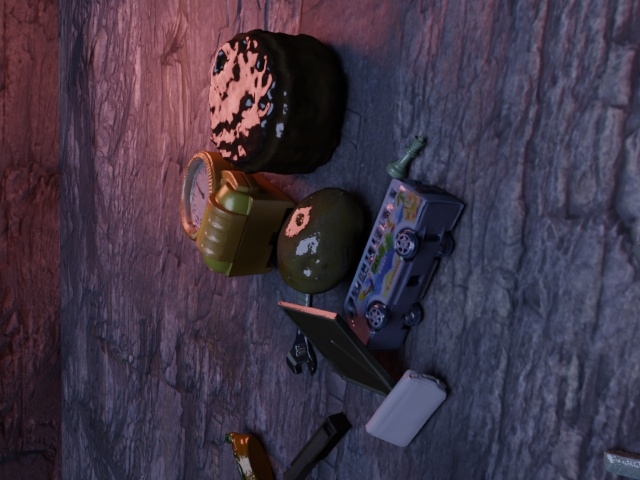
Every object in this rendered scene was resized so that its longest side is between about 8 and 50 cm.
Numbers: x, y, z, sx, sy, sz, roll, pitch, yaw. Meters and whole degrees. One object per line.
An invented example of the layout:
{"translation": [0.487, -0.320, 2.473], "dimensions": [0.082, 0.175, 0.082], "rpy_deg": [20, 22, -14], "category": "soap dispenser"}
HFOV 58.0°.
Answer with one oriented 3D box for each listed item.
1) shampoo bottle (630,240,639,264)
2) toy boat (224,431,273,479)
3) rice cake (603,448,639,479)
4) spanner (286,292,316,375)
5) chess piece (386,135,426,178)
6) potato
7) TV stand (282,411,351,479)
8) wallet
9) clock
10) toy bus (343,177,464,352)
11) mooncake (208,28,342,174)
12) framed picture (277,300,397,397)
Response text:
{"translation": [0.484, 0.082, 0.754], "dimensions": [0.056, 0.056, 0.195], "rpy_deg": [-41, 65, 41], "category": "shampoo bottle"}
{"translation": [-0.182, 0.599, 1.496], "dimensions": [0.088, 0.089, 0.230], "rpy_deg": [-34, 72, 29], "category": "toy boat"}
{"translation": [0.481, 0.324, 0.798], "dimensions": [0.170, 0.029, 0.033], "rpy_deg": [0, 90, 48], "category": "rice cake"}
{"translation": [-0.035, 0.167, 1.351], "dimensions": [0.087, 0.024, 0.316], "rpy_deg": [13, 101, 45], "category": "spanner"}
{"translation": [0.165, -0.160, 1.090], "dimensions": [0.093, 0.042, 0.042], "rpy_deg": [-54, 56, 30], "category": "chess piece"}
{"translation": [0.000, 0.000, 1.205], "dimensions": [0.178, 0.160, 0.235], "rpy_deg": [35, 108, 12], "category": "potato"}
{"translation": [-0.013, 0.489, 1.334], "dimensions": [0.040, 0.049, 0.256], "rpy_deg": [54, 130, 31], "category": "TV stand"}
{"translation": [0.165, 0.322, 1.103], "dimensions": [0.033, 0.095, 0.190], "rpy_deg": [-82, 18, -58], "category": "wallet"}
{"translation": [-0.234, -0.082, 1.429], "dimensions": [0.317, 0.200, 0.244], "rpy_deg": [47, 122, 44], "category": "clock"}
{"translation": [0.143, 0.049, 1.088], "dimensions": [0.136, 0.109, 0.330], "rpy_deg": [46, 125, 45], "category": "toy bus"}
{"translation": [-0.111, -0.301, 1.271], "dimensions": [0.324, 0.187, 0.324], "rpy_deg": [6, 98, 49], "category": "mooncake"}
{"translation": [0.039, 0.220, 1.140], "dimensions": [0.189, 0.023, 0.260], "rpy_deg": [4, 139, 52], "category": "framed picture"}
